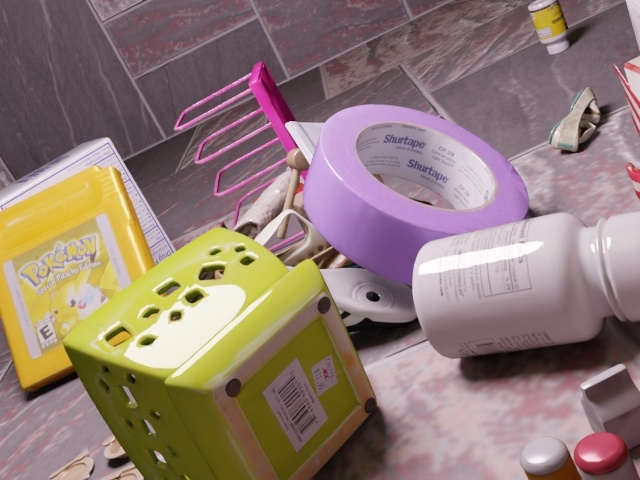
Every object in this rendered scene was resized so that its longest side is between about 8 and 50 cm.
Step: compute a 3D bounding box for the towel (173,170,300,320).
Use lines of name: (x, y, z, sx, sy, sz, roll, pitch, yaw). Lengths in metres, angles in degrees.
towel: (-0.141, 0.013, 1.275, 0.282, 0.049, 0.187, -48, 7, 35)

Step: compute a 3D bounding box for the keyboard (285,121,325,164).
keyboard: (0.029, -0.088, 1.084, 0.072, 0.014, 0.256, 1, 42, -33)

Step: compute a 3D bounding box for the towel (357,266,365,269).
towel: (0.058, 0.055, 1.115, 0.067, 0.029, 0.119, -37, 21, -21)

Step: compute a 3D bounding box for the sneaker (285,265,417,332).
sneaker: (0.011, 0.099, 1.003, 0.217, 0.121, 0.079, 9, 38, 0)

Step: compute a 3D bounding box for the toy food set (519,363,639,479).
toy food set: (0.258, 0.117, 0.603, 0.232, 0.104, 0.111, -27, 20, 0)

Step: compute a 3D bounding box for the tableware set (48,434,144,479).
tableware set: (-0.281, 0.294, 0.972, 0.141, 0.020, 0.168, -28, 20, -3)

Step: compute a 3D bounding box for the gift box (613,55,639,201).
gift box: (0.422, -0.100, 0.700, 0.258, 0.276, 0.255, -26, 15, 8)

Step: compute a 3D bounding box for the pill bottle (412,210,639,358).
pill bottle: (0.221, 0.042, 0.794, 0.229, 0.131, 0.131, -13, 24, 32)

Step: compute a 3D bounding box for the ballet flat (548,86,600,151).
ballet flat: (0.416, -0.188, 1.249, 0.052, 0.057, 0.168, 21, 49, 27)

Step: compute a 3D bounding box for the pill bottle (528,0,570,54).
pill bottle: (0.500, -0.467, 1.706, 0.065, 0.116, 0.065, -24, 21, 10)

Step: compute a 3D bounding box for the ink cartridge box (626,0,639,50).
ink cartridge box: (0.475, -0.183, 0.878, 0.171, 0.232, 0.168, -21, 23, 15)

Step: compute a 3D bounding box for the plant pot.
plant pot: (-0.086, 0.142, 0.816, 0.207, 0.228, 0.227, 9, 40, 47)

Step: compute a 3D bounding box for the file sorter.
file sorter: (-0.115, -0.145, 1.449, 0.182, 0.290, 0.202, -27, 20, 8)

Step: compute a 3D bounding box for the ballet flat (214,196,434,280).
ballet flat: (0.000, 0.000, 1.097, 0.342, 0.124, 0.116, -30, 18, -7)

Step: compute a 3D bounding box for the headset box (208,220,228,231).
headset box: (-0.187, 0.005, 1.494, 0.032, 0.062, 0.083, -24, 21, 7)

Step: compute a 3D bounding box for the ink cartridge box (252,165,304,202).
ink cartridge box: (-0.034, -0.148, 1.691, 0.232, 0.066, 0.189, -27, 20, -13)

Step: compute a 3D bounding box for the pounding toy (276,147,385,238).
pounding toy: (0.001, -0.054, 1.193, 0.181, 0.206, 0.094, -32, 20, -12)

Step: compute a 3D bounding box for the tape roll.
tape roll: (0.120, -0.063, 1.003, 0.275, 0.090, 0.275, 12, 38, -9)

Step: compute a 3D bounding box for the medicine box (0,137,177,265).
medicine box: (-0.485, -0.017, 1.587, 0.263, 0.289, 0.149, -38, 22, -29)

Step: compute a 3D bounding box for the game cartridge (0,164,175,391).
game cartridge: (-0.432, 0.057, 1.358, 0.285, 0.323, 0.052, -26, -16, 5)
